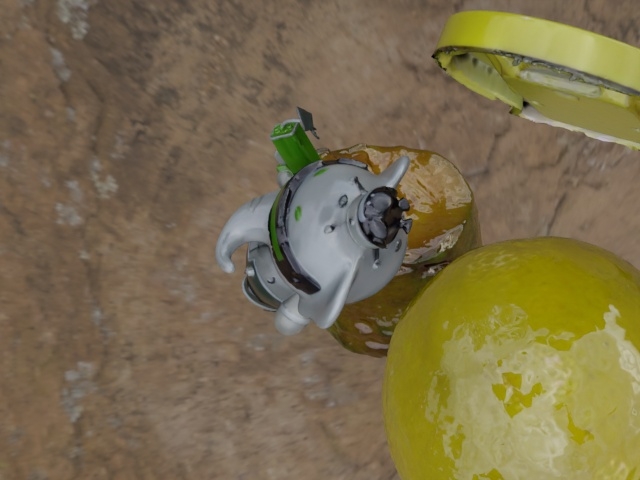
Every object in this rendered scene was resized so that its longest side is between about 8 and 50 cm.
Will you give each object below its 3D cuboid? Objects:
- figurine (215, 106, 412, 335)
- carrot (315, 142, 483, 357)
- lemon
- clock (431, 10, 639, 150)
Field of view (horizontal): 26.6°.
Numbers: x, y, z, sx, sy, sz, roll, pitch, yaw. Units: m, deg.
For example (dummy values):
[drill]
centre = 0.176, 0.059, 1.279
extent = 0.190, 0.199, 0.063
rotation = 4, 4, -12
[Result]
[figurine]
centre = 0.000, 0.000, 0.967
extent = 0.126, 0.192, 0.147
rotation = 28, 63, -21
[carrot]
centre = 0.103, 0.030, 1.830
extent = 0.241, 0.341, 0.241
rotation = -7, 49, 8
[lemon]
centre = 0.220, 0.166, 1.353
extent = 0.348, 0.348, 0.348
rotation = -1, 86, 8
[clock]
centre = 0.242, -0.147, 1.217
extent = 0.277, 0.293, 0.071
rotation = 19, 89, 20
